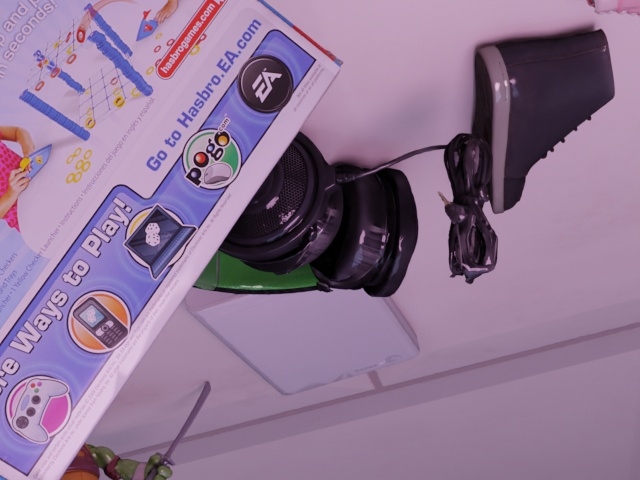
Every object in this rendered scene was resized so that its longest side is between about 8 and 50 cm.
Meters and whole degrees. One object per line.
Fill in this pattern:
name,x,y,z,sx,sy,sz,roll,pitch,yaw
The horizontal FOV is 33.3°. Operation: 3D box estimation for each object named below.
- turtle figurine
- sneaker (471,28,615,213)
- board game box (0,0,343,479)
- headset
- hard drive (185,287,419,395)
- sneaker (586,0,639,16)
turtle figurine,-0.277,0.294,1.342,0.274,0.266,0.198,-18,148,5
sneaker,0.209,-0.103,1.007,0.118,0.083,0.222,-12,149,0
board game box,-0.196,-0.066,0.604,0.302,0.308,0.086,37,167,-14
headset,0.000,0.000,1.008,0.243,0.185,0.394,17,151,-41
hard drive,-0.011,0.103,1.328,0.203,0.040,0.307,-18,149,11
sneaker,0.260,-0.206,0.884,0.070,0.051,0.134,-26,144,27
